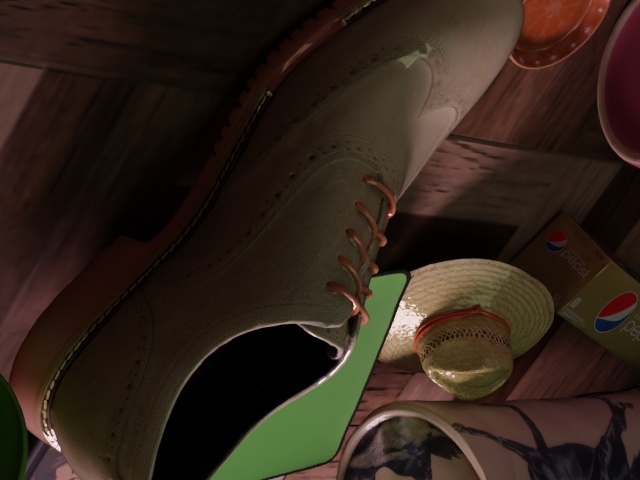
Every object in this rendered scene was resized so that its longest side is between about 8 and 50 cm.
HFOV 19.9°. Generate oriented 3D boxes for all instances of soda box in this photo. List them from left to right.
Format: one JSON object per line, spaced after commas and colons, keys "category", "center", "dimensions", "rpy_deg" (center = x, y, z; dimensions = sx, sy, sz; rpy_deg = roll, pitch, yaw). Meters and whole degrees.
{"category": "soda box", "center": [0.220, 0.044, 1.411], "dimensions": [0.058, 0.061, 0.181], "rpy_deg": [-46, 145, 9]}

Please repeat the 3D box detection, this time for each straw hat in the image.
{"category": "straw hat", "center": [0.103, 0.079, 1.299], "dimensions": [0.145, 0.061, 0.144], "rpy_deg": [-5, 141, -4]}

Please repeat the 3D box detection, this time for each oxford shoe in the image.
{"category": "oxford shoe", "center": [0.000, 0.000, 1.068], "dimensions": [0.397, 0.146, 0.140], "rpy_deg": [-50, 140, -1]}

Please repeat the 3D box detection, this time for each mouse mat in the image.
{"category": "mouse mat", "center": [-0.023, 0.099, 1.244], "dimensions": [0.153, 0.007, 0.189], "rpy_deg": [-10, 133, -36]}

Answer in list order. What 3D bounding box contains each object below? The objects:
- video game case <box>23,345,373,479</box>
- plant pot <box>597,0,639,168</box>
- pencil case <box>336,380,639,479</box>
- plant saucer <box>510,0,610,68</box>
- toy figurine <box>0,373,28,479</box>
{"category": "video game case", "center": [-0.122, 0.161, 1.256], "dimensions": [0.248, 0.035, 0.275], "rpy_deg": [7, 125, -46]}
{"category": "plant pot", "center": [0.295, -0.098, 1.227], "dimensions": [0.180, 0.201, 0.201], "rpy_deg": [10, 124, -29]}
{"category": "pencil case", "center": [0.188, 0.190, 1.429], "dimensions": [0.410, 0.159, 0.184], "rpy_deg": [-2, 170, -44]}
{"category": "plant saucer", "center": [0.151, -0.148, 1.176], "dimensions": [0.083, 0.013, 0.083], "rpy_deg": [-25, 143, -20]}
{"category": "toy figurine", "center": [-0.225, 0.121, 1.063], "dimensions": [0.130, 0.173, 0.159], "rpy_deg": [6, 158, -1]}
